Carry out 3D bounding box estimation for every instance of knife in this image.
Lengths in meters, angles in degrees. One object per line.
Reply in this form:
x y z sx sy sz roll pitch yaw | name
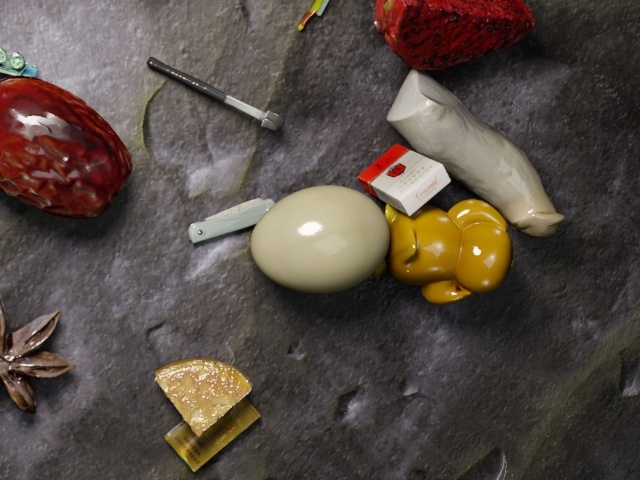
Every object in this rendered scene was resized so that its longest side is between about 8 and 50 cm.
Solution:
-0.153 -0.038 1.472 0.162 0.023 0.044 -19 108 -16 | knife

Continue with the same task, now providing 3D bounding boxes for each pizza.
-0.211 0.273 1.481 0.175 0.046 0.134 17 78 -8 | pizza

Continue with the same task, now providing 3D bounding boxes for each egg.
0.000 0.000 1.447 0.242 0.186 0.186 -13 104 -9 | egg

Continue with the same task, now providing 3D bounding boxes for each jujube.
-0.413 -0.138 1.281 0.243 0.183 0.183 36 87 -21 | jujube

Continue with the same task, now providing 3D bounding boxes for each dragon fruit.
0.189 -0.408 1.474 0.317 0.152 0.205 -3 59 -34 | dragon fruit

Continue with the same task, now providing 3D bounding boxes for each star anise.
-0.515 0.179 1.353 0.236 0.093 0.229 1 105 -16 | star anise

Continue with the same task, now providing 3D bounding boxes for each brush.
-0.010 -0.394 1.460 0.021 0.019 0.083 36 85 -31 | brush

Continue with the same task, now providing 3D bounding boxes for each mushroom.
0.291 -0.145 1.535 0.397 0.177 0.126 35 109 -24 | mushroom

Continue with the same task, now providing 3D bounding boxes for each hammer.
-0.173 -0.243 1.399 0.246 0.103 0.029 25 97 -15 | hammer

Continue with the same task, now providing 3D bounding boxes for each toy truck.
-0.525 -0.262 1.281 0.175 0.067 0.081 11 102 -24 | toy truck

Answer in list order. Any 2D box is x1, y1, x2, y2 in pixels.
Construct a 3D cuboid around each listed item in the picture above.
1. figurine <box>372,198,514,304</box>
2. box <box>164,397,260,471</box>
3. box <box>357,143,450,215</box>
0.218 0.016 1.521 0.228 0.215 0.215 8 97 -19 | figurine
-0.194 0.336 1.526 0.156 0.022 0.089 -37 110 -10 | box
0.146 -0.110 1.495 0.100 0.152 0.048 -38 125 -10 | box
